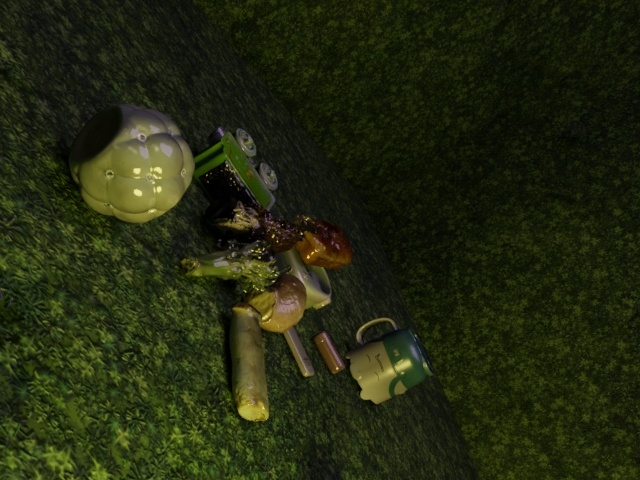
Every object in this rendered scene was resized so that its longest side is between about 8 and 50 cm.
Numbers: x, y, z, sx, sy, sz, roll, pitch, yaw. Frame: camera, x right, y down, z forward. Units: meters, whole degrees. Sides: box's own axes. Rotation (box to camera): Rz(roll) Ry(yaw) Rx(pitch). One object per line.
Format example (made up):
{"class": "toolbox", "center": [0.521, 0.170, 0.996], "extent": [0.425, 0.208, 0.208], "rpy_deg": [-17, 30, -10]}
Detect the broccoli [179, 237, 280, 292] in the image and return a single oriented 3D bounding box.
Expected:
{"class": "broccoli", "center": [-0.241, 0.066, 1.657], "extent": [0.304, 0.165, 0.145], "rpy_deg": [4, 88, -58]}

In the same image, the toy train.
{"class": "toy train", "center": [-0.266, -0.198, 2.019], "extent": [0.307, 0.174, 0.248], "rpy_deg": [57, 23, -16]}

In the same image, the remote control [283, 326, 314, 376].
{"class": "remote control", "center": [-0.090, 0.289, 1.933], "extent": [0.260, 0.029, 0.067], "rpy_deg": [63, 15, 18]}

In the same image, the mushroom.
{"class": "mushroom", "center": [-0.175, 0.280, 1.545], "extent": [0.100, 0.081, 0.312], "rpy_deg": [44, 25, -41]}

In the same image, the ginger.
{"class": "ginger", "center": [-0.117, 0.176, 1.833], "extent": [0.152, 0.138, 0.267], "rpy_deg": [56, 19, 0]}

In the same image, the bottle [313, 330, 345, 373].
{"class": "bottle", "center": [0.027, 0.367, 2.126], "extent": [0.140, 0.053, 0.053], "rpy_deg": [61, 14, 4]}

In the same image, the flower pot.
{"class": "flower pot", "center": [-0.391, -0.161, 1.336], "extent": [0.195, 0.246, 0.246], "rpy_deg": [46, 20, -46]}

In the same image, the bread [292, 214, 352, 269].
{"class": "bread", "center": [0.000, 0.000, 2.216], "extent": [0.185, 0.109, 0.380], "rpy_deg": [64, 15, 13]}

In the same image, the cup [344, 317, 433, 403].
{"class": "cup", "center": [0.240, 0.424, 2.361], "extent": [0.219, 0.258, 0.289], "rpy_deg": [47, 19, -60]}

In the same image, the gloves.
{"class": "gloves", "center": [-0.187, -0.024, 1.870], "extent": [0.313, 0.210, 0.135], "rpy_deg": [21, 57, -38]}

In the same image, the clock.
{"class": "clock", "center": [-0.065, 0.114, 2.196], "extent": [0.324, 0.109, 0.265], "rpy_deg": [42, 21, -54]}
